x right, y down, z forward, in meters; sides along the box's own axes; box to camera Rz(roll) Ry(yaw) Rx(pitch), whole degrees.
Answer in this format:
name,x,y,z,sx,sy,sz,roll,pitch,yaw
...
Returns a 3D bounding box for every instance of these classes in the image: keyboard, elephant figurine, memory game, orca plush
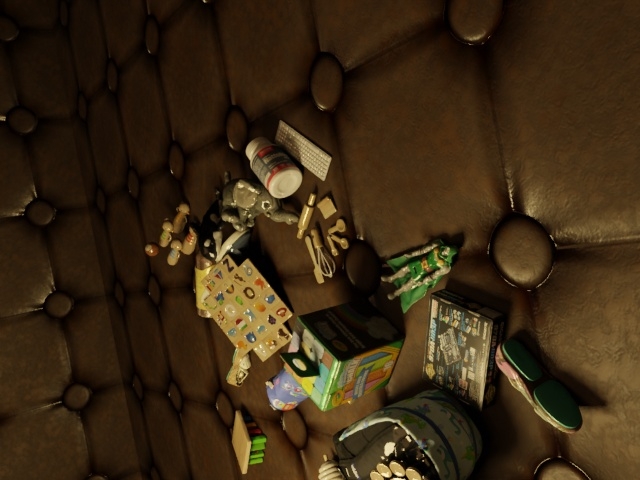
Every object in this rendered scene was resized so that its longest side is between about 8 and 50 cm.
name,x,y,z,sx,sy,sz,roll,pitch,yaw
keyboard,-0.053,-0.259,1.760,0.256,0.014,0.072,42,130,39
elephant figurine,-0.182,-0.133,1.878,0.239,0.186,0.169,-21,40,43
memory game,0.188,0.543,1.322,0.186,0.012,0.186,19,127,28
orca plush,-0.380,-0.060,2.071,0.151,0.102,0.287,136,145,-54

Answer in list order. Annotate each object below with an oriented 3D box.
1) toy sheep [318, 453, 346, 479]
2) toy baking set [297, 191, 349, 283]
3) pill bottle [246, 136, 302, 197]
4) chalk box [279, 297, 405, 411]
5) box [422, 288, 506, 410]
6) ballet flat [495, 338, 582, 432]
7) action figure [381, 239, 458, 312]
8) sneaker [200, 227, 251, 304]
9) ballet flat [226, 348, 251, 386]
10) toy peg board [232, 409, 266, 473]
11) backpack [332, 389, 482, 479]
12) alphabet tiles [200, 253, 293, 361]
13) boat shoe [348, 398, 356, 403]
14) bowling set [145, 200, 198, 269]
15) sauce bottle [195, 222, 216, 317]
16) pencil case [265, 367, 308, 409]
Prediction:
name,x,y,z,sx,sy,sz,roll,pitch,yaw
toy sheep,0.034,0.703,1.848,0.132,0.091,0.091,63,141,29
toy baking set,-0.003,-0.006,1.747,0.197,0.030,0.256,52,136,31
pill bottle,-0.142,-0.218,1.809,0.180,0.108,0.108,51,136,32
chalk box,0.033,0.290,1.560,0.180,0.289,0.179,43,131,39
box,0.313,0.239,1.373,0.175,0.051,0.220,22,117,49
ballet flat,0.427,0.294,1.229,0.221,0.076,0.079,53,156,37
action figure,0.233,0.064,1.430,0.232,0.063,0.137,-40,64,46
sneaker,-0.278,0.118,2.092,0.148,0.131,0.350,35,123,16
ballet flat,-0.283,0.449,2.232,0.067,0.073,0.206,29,129,13
toy peg board,-0.260,0.732,2.271,0.161,0.079,0.161,-126,41,-53
backpack,0.207,0.499,1.445,0.290,0.273,0.355,57,159,22
alphabet tiles,-0.243,0.222,2.025,0.342,0.011,0.285,51,124,6
boat shoe,0.085,0.394,1.721,0.042,0.049,0.133,35,131,33
bowling set,-0.549,0.003,2.350,0.287,0.199,0.154,53,136,24
sauce bottle,-0.397,0.106,2.237,0.111,0.111,0.344,23,119,48
pencil case,-0.062,0.403,1.855,0.306,0.133,0.119,-52,26,45
